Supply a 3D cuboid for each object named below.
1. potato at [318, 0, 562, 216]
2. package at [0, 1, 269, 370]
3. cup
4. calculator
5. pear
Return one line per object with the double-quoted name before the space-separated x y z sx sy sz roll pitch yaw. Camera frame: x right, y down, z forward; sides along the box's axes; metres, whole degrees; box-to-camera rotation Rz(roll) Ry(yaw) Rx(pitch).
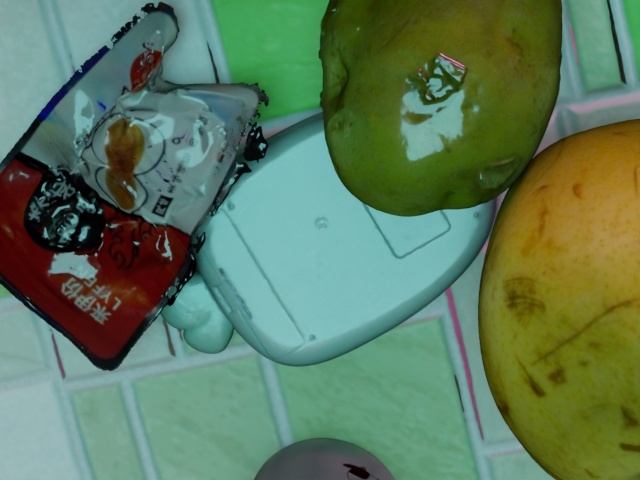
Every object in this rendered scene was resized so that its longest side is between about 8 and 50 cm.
"potato" 0.086 -0.133 1.060 0.148 0.186 0.253 32 72 -38
"package" -0.160 -0.049 1.167 0.194 0.071 0.269 45 114 20
"cup" 0.005 0.264 1.180 0.134 0.142 0.173 -24 99 11
"calculator" 0.000 0.000 1.171 0.295 0.042 0.184 -30 97 11
"pear" 0.241 0.052 1.042 0.281 0.281 0.280 2 103 7
